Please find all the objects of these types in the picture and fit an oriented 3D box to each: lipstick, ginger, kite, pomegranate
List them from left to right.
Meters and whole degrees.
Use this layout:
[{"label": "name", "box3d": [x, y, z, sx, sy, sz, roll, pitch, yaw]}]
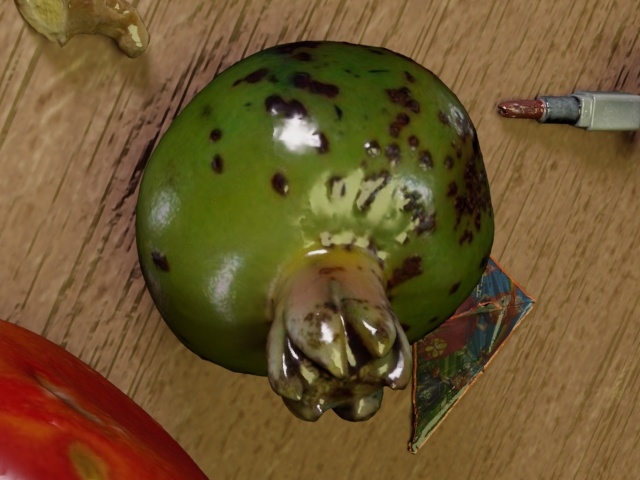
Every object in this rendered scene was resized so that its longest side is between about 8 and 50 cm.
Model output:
[{"label": "ginger", "box3d": [-0.133, -0.128, 0.738, 0.048, 0.030, 0.097, -50, 120, -10]}, {"label": "pomegranate", "box3d": [0.000, 0.000, 0.732, 0.202, 0.248, 0.202, -6, 127, -8]}, {"label": "kite", "box3d": [0.083, 0.053, 0.925, 0.159, 0.010, 0.190, -10, 108, -27]}, {"label": "lipstick", "box3d": [0.167, -0.088, 0.924, 0.107, 0.025, 0.025, -2, 105, -24]}]

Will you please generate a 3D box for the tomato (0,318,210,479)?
[{"label": "tomato", "box3d": [-0.157, 0.198, 0.643, 0.290, 0.325, 0.293, 26, 87, -31]}]
